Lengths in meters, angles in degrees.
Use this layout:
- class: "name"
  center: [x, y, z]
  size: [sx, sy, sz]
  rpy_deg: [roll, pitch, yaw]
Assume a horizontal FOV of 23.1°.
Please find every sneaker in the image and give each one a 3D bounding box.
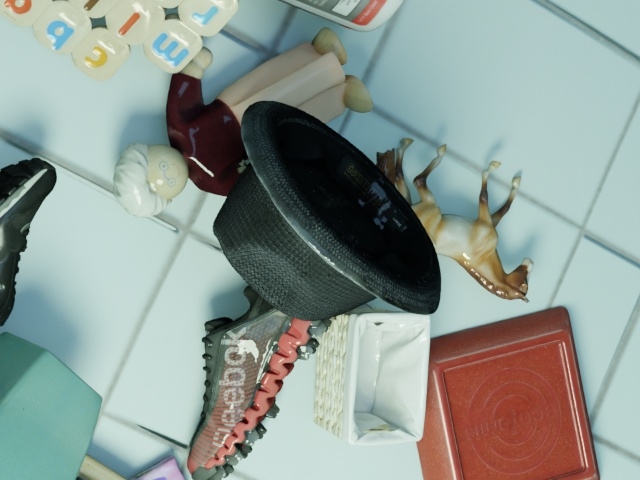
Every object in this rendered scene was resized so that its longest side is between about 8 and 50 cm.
- class: "sneaker"
  center: [-0.397, 0.031, 1.840]
  size: [0.283, 0.107, 0.124]
  rpy_deg: [-48, 119, -10]
- class: "sneaker"
  center: [-0.104, 0.169, 1.936]
  size: [0.135, 0.097, 0.276]
  rpy_deg: [31, 93, 4]

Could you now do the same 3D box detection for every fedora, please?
- class: "fedora"
  center: [-0.010, -0.004, 1.828]
  size: [0.152, 0.334, 0.334]
  rpy_deg: [-41, 106, 21]

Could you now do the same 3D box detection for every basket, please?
- class: "basket"
  center: [0.062, 0.166, 1.977]
  size: [0.113, 0.103, 0.167]
  rpy_deg: [1, 96, -30]

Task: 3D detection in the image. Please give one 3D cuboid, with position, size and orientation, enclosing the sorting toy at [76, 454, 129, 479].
- class: "sorting toy"
  center: [-0.294, 0.424, 1.848]
  size: [0.229, 0.041, 0.307]
  rpy_deg: [36, 76, -21]

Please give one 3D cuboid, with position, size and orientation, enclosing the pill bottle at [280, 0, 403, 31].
- class: "pill bottle"
  center: [-0.062, -0.407, 1.891]
  size: [0.363, 0.210, 0.210]
  rpy_deg: [19, 83, -19]

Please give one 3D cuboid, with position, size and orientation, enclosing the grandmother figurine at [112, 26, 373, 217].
- class: "grandmother figurine"
  center: [-0.111, -0.141, 1.934]
  size: [0.342, 0.104, 0.207]
  rpy_deg: [-34, 92, -20]

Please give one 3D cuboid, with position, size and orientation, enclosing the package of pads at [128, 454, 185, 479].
- class: "package of pads"
  center: [-0.205, 0.306, 1.929]
  size: [0.083, 0.032, 0.050]
  rpy_deg: [-29, 99, -18]

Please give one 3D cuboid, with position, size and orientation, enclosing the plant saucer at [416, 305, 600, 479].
- class: "plant saucer"
  center: [0.251, 0.240, 2.090]
  size: [0.258, 0.048, 0.259]
  rpy_deg: [-13, 95, -20]

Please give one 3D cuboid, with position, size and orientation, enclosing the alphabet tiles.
- class: "alphabet tiles"
  center: [-0.241, -0.319, 1.830]
  size: [0.284, 0.021, 0.278]
  rpy_deg: [35, 123, -21]

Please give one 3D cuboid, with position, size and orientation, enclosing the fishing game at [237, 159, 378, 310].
- class: "fishing game"
  center: [0.000, 0.000, 1.970]
  size: [0.189, 0.041, 0.264]
  rpy_deg: [-18, 113, -20]

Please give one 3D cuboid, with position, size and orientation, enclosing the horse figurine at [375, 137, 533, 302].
- class: "horse figurine"
  center: [0.169, -0.033, 2.052]
  size: [0.263, 0.066, 0.174]
  rpy_deg: [18, 78, -21]

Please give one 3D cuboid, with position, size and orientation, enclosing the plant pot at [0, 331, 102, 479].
- class: "plant pot"
  center: [-0.372, 0.233, 1.782]
  size: [0.234, 0.166, 0.165]
  rpy_deg: [-55, 128, -16]
